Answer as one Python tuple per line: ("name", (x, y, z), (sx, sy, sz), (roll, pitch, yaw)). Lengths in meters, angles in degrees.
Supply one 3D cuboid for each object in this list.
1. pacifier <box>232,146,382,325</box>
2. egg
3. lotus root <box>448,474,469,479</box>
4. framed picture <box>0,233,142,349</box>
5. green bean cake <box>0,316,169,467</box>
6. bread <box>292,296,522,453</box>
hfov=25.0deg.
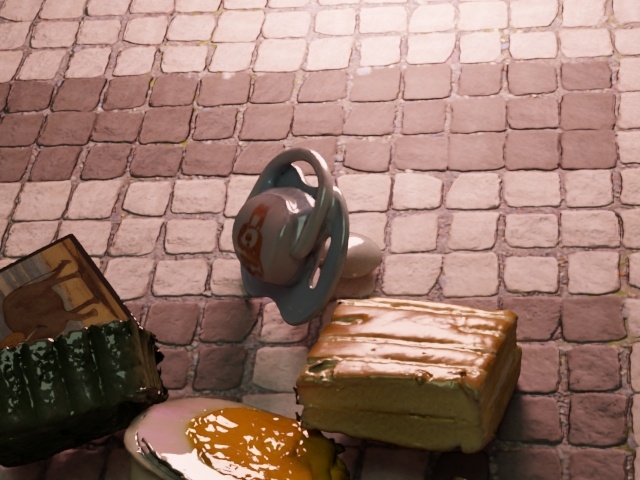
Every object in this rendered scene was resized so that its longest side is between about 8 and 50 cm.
("pacifier", (0.000, 0.000, 1.991), (0.279, 0.207, 0.227), (32, 102, 58))
("egg", (-0.108, 0.307, 1.715), (0.264, 0.174, 0.286), (21, 20, 17))
("lotus root", (0.180, 0.353, 1.672), (0.159, 0.095, 0.135), (47, 68, -4))
("framed picture", (-0.448, 0.143, 2.039), (0.347, 0.016, 0.265), (-28, 48, -15))
("green bean cake", (-0.318, 0.190, 1.807), (0.255, 0.241, 0.132), (-14, 76, -5))
("bread", (0.108, 0.162, 1.792), (0.246, 0.111, 0.239), (5, 21, 17))
